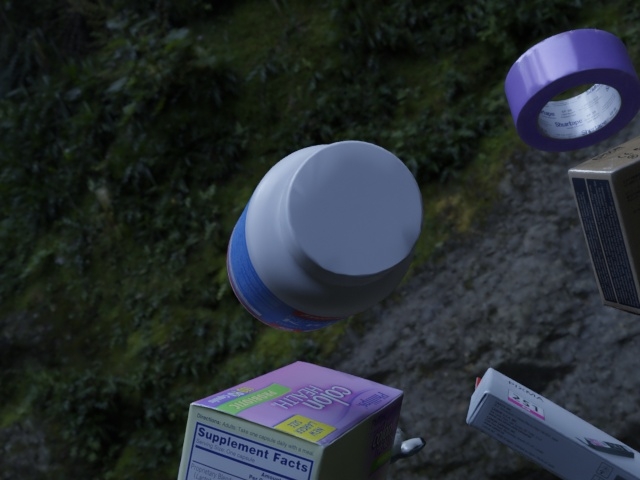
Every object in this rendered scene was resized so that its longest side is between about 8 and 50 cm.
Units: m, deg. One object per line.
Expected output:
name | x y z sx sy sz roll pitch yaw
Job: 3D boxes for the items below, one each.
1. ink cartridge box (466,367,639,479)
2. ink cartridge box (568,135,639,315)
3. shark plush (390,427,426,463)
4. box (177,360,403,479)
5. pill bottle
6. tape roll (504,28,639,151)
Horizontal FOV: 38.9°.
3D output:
ink cartridge box | 0.343 0.269 1.268 0.060 0.275 0.239 -62 -8 13
ink cartridge box | 0.444 -0.041 1.139 0.234 0.193 0.088 -24 16 -21
shark plush | 0.057 0.254 1.017 0.161 0.073 0.067 -38 -23 -57
box | -0.033 0.249 0.787 0.117 0.243 0.213 14 7 21
pill bottle | 0.000 0.000 0.679 0.124 0.124 0.221 -29 -4 -14
tape roll | 0.378 -0.221 1.362 0.188 0.080 0.189 -6 -33 -4
